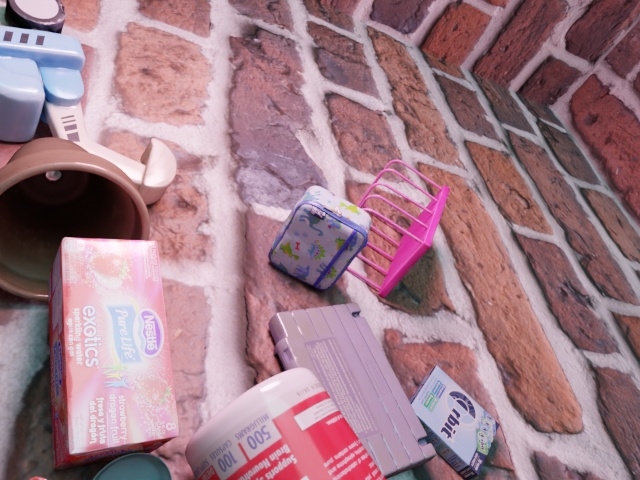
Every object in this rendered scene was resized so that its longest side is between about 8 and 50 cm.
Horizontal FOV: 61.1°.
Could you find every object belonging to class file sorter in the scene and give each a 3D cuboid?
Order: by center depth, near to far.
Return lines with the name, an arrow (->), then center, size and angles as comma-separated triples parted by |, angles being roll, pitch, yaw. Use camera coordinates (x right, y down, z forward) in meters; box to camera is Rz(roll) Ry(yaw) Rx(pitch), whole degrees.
file sorter -> 0.175, -0.046, 1.379 | 0.182, 0.202, 0.290 | 34, 39, -1

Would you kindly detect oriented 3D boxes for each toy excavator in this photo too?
toy excavator -> -0.554, -0.271, 1.102 | 0.433, 0.222, 0.445 | -6, 69, -41

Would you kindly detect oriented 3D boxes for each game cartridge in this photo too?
game cartridge -> 0.052, 0.290, 1.063 | 0.230, 0.068, 0.355 | -5, 54, -34

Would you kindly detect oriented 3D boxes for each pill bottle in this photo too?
pill bottle -> 0.002, 0.407, 0.768 | 0.229, 0.229, 0.407 | -17, 61, -45

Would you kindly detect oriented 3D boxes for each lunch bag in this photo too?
lunch bag -> 0.000, 0.000, 1.186 | 0.176, 0.219, 0.090 | 30, 40, -8

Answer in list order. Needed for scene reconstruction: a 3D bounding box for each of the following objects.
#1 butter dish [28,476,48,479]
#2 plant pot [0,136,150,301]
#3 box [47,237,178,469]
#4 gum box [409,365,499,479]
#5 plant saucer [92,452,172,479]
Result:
butter dish -> -0.316, 0.382, 0.660 | 0.160, 0.118, 0.160 | 33, 80, 1
plant pot -> -0.449, -0.062, 0.933 | 0.263, 0.263, 0.229 | 4, 30, -34
box -> -0.313, 0.160, 0.799 | 0.142, 0.154, 0.300 | 2, 62, -33
gum box -> 0.276, 0.380, 1.147 | 0.184, 0.041, 0.157 | 42, 39, 9
plant saucer -> -0.267, 0.349, 0.752 | 0.119, 0.021, 0.119 | -3, 96, -33
